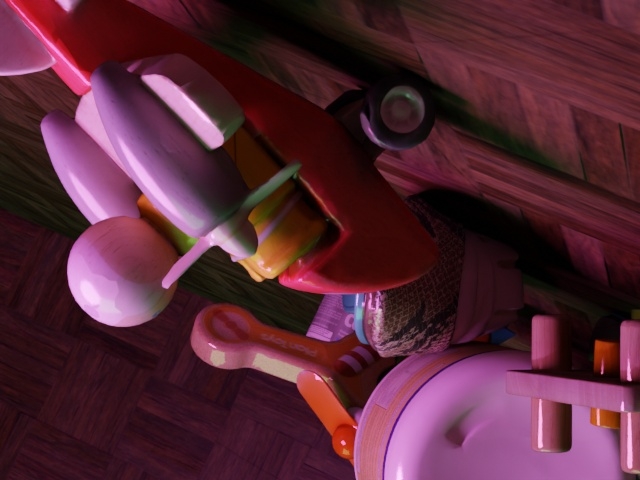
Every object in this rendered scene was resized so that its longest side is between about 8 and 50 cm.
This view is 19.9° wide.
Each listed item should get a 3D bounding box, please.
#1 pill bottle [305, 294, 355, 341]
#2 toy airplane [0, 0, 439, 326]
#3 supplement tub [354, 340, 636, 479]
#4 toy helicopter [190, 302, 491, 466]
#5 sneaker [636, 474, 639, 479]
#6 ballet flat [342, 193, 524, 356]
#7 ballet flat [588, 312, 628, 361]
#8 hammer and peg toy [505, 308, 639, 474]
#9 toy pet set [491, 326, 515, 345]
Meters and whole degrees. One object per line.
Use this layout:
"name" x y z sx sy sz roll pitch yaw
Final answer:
"pill bottle" 0.039 0.093 2.438 0.078 0.137 0.078 25 173 3
"toy airplane" -0.133 -0.071 1.415 0.384 0.272 0.386 21 171 31
"supplement tub" 0.162 0.223 1.835 0.241 0.241 0.331 26 177 -6
"toy helicopter" 0.017 0.165 2.108 0.355 0.235 0.140 17 133 1
"sneaker" 0.336 0.267 2.000 0.131 0.350 0.148 47 163 -8
"ballet flat" 0.120 0.042 1.893 0.182 0.164 0.483 9 179 0
"ballet flat" 0.385 0.143 1.946 0.213 0.068 0.072 21 171 23
"hammer and peg toy" 0.372 0.124 1.575 0.361 0.127 0.266 1 179 -16
"toy pet set" 0.175 0.080 2.197 0.114 0.065 0.122 32 170 -39
